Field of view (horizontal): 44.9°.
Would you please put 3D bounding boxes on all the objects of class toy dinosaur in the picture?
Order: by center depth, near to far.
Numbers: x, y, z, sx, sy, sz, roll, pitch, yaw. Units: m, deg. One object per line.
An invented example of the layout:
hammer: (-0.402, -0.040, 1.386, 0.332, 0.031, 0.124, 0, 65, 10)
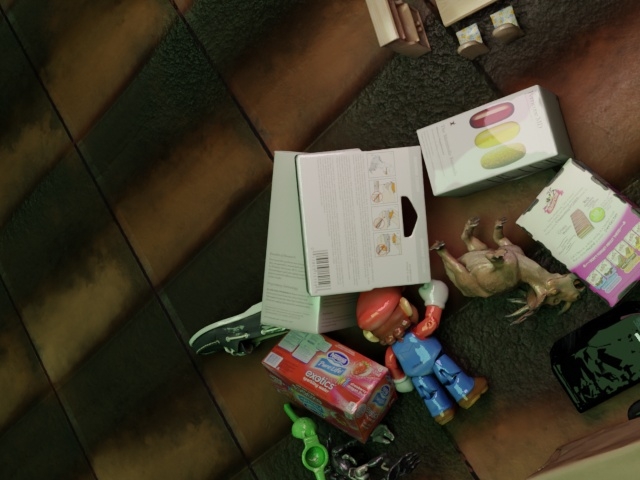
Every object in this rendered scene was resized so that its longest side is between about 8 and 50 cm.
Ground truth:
toy dinosaur: (0.331, 0.070, 1.490, 0.296, 0.127, 0.200, 3, 127, 47)

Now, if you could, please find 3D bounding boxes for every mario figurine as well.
mario figurine: (0.204, 0.202, 1.587, 0.198, 0.170, 0.320, -35, 82, -9)

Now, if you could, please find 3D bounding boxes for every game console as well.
game console: (0.580, 0.300, 1.379, 0.213, 0.044, 0.361, -38, 71, 28)

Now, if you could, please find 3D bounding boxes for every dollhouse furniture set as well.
dollhouse furniture set: (0.237, -0.460, 1.502, 0.242, 0.161, 0.212, -22, 80, 30)

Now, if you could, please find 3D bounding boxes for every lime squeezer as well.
lime squeezer: (-0.028, 0.454, 1.664, 0.310, 0.059, 0.109, 62, 141, 41)

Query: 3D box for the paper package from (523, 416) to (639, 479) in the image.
paper package: (0.555, 0.477, 1.287, 0.309, 0.168, 0.324, -37, 77, 39)

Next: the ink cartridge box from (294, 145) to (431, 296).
ink cartridge box: (0.081, -0.041, 1.499, 0.239, 0.060, 0.274, -6, 96, -7)

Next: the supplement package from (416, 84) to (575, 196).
supplement package: (0.331, -0.181, 1.466, 0.244, 0.134, 0.138, -19, 82, 31)

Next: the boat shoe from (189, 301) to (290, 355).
boat shoe: (-0.179, 0.220, 1.805, 0.303, 0.114, 0.091, -28, 71, 30)

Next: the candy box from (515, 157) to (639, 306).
candy box: (0.498, -0.017, 1.404, 0.233, 0.071, 0.159, 46, 113, 22)

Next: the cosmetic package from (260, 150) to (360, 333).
cosmetic package: (0.000, 0.000, 1.641, 0.155, 0.197, 0.365, 6, 93, 32)

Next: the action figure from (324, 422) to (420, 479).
action figure: (0.107, 0.482, 1.625, 0.276, 0.141, 0.163, -3, 98, 58)

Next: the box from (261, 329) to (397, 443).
box: (0.019, 0.296, 1.637, 0.257, 0.122, 0.128, 23, 59, 35)
